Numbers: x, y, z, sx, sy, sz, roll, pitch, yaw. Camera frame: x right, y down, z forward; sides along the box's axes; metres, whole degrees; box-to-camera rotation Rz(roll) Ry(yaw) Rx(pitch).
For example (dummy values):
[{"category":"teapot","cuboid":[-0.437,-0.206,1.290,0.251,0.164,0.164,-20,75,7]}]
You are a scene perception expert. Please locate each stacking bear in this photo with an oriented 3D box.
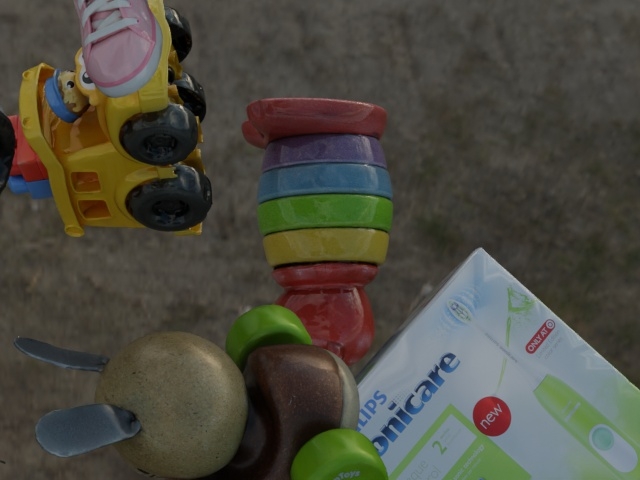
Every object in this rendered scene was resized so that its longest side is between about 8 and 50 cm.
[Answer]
[{"category":"stacking bear","cuboid":[0.000,0.000,1.720,0.164,0.175,0.289,-1,84,-6]}]

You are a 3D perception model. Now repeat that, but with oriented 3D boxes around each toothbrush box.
[{"category":"toothbrush box","cuboid":[0.148,0.182,1.188,0.283,0.122,0.206,42,70,3]}]

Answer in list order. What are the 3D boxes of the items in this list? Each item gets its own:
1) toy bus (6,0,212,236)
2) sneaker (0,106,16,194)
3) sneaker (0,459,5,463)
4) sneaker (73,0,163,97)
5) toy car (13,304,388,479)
[{"category":"toy bus","cuboid":[-0.211,-0.106,1.430,0.211,0.220,0.149,-5,55,0]},{"category":"sneaker","cuboid":[-0.333,-0.067,0.807,0.257,0.169,0.447,17,12,29]},{"category":"sneaker","cuboid":[-0.406,0.245,1.712,0.089,0.170,0.051,13,79,0]},{"category":"sneaker","cuboid":[-0.130,-0.149,0.900,0.051,0.070,0.134,-19,53,18]},{"category":"toy car","cuboid":[-0.084,0.110,0.877,0.188,0.149,0.155,19,22,-31]}]
